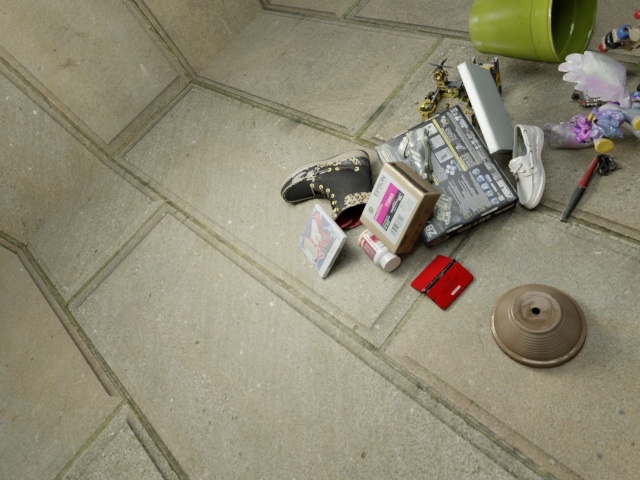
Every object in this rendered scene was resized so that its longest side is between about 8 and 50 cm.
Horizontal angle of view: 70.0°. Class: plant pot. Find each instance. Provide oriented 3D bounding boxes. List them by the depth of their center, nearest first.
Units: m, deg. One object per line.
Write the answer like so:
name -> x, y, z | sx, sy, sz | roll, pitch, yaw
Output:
plant pot -> 0.575, 0.208, 1.215 | 0.238, 0.109, 0.237 | -12, 54, 17
plant pot -> 0.768, -0.839, 1.709 | 0.353, 0.366, 0.366 | 19, 68, 46

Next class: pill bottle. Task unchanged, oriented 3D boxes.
pill bottle -> 0.199, 0.032, 1.533 | 0.086, 0.086, 0.152 | -36, 50, 0

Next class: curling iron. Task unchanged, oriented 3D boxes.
curling iron -> 0.814, -0.164, 1.399 | 0.274, 0.035, 0.068 | -48, 51, -10

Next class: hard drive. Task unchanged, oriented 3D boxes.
hard drive -> 0.564, -0.433, 1.520 | 0.040, 0.203, 0.307 | -25, 80, 42

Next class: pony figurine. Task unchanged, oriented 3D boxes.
pony figurine -> 0.868, -0.365, 1.360 | 0.352, 0.302, 0.363 | 14, 36, 8

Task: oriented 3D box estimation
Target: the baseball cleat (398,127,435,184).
baseball cleat -> 0.311, -0.262, 1.488 | 0.110, 0.072, 0.205 | -6, 71, 33

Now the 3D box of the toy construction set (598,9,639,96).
toy construction set -> 1.064, -0.627, 1.440 | 0.238, 0.308, 0.257 | -28, 58, 0

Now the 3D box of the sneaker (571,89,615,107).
sneaker -> 0.928, -0.473, 1.554 | 0.064, 0.061, 0.158 | -56, 47, 18

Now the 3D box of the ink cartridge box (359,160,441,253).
ink cartridge box -> 0.248, -0.105, 1.461 | 0.088, 0.234, 0.193 | -10, 44, -38

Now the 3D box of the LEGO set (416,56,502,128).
LEGO set -> 0.521, -0.568, 1.716 | 0.332, 0.192, 0.254 | 24, 71, 36

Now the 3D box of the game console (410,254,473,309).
game console -> 0.378, 0.128, 1.428 | 0.124, 0.085, 0.144 | 44, 83, 8

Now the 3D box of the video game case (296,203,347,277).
video game case -> 0.000, 0.000, 1.625 | 0.201, 0.023, 0.183 | 52, 126, 40

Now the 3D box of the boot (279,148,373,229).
boot -> 0.035, -0.169, 1.725 | 0.378, 0.138, 0.284 | -19, 52, 7

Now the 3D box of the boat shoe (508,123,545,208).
boat shoe -> 0.642, -0.237, 1.450 | 0.096, 0.098, 0.276 | 9, 75, -15

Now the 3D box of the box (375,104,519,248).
box -> 0.409, -0.216, 1.523 | 0.319, 0.097, 0.394 | -27, 70, 5
